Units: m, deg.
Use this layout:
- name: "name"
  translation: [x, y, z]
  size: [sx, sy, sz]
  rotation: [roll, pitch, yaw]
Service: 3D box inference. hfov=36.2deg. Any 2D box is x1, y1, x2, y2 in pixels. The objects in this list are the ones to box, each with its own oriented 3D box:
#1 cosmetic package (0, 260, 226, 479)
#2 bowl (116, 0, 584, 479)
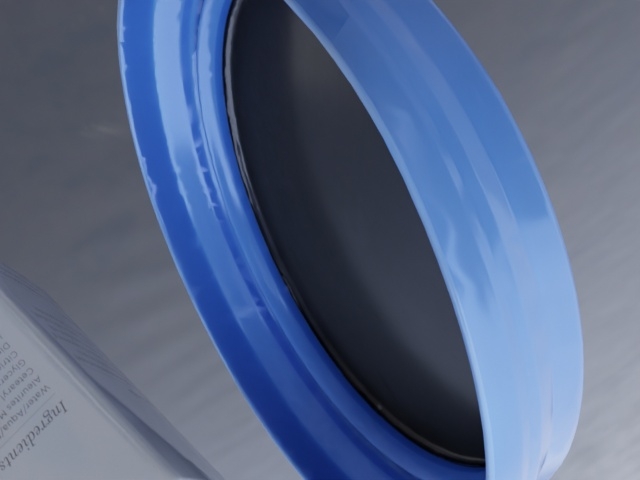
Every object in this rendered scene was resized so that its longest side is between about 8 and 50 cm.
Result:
- name: "cosmetic package"
  translation: [-0.166, 0.121, 0.511]
  size: [0.151, 0.184, 0.151]
  rotation: [-45, 163, -8]
- name: "bowl"
  translation: [0.000, 0.000, 0.584]
  size: [0.077, 0.391, 0.391]
  rotation: [-26, 148, -23]
